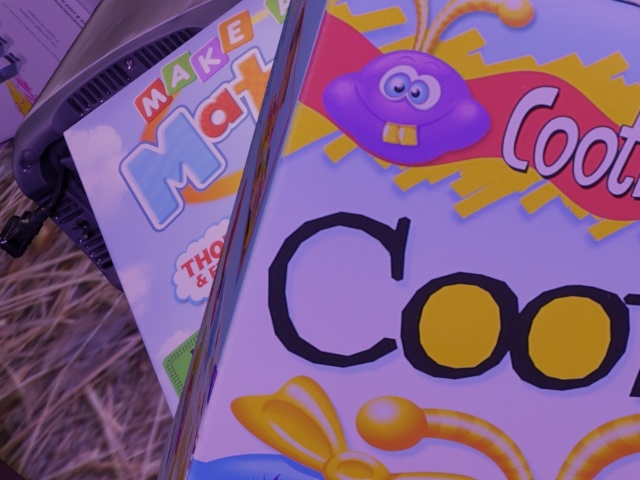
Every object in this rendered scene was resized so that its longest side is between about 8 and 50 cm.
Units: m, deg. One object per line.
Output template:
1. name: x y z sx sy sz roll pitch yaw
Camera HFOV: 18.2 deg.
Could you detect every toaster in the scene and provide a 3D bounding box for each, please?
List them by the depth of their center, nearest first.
1. toaster: -0.044 -0.072 0.946 0.227 0.129 0.146 -28 26 31

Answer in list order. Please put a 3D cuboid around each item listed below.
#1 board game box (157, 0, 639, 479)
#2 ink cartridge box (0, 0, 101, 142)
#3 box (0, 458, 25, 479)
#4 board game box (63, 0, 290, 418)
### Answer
1. board game box: 0.045 0.017 0.525 0.144 0.142 0.275 -82 8 -51
2. ink cartridge box: -0.185 -0.159 1.256 0.176 0.127 0.128 -19 36 38
3. box: -0.312 0.200 0.841 0.143 0.191 0.381 -11 42 46
4. board game box: 0.000 0.000 0.768 0.160 0.039 0.211 -35 57 16
